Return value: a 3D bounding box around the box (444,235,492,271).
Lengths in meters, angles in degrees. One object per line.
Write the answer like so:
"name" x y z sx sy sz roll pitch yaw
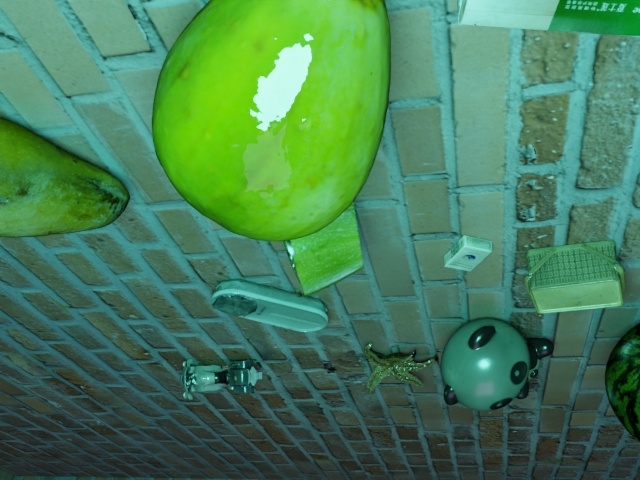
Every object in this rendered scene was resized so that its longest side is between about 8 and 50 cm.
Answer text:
"box" 0.258 0.023 1.285 0.054 0.024 0.083 13 150 -12

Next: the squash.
"squash" 0.000 0.000 1.150 0.123 0.170 0.170 -10 149 0

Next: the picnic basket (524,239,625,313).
"picnic basket" 0.445 0.066 1.281 0.164 0.079 0.115 -8 149 20

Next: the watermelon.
"watermelon" 0.706 0.281 1.425 0.285 0.285 0.285 3 150 2

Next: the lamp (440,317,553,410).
"lamp" 0.365 0.260 1.533 0.244 0.197 0.198 6 154 -37

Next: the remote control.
"remote control" -0.100 0.134 1.487 0.247 0.052 0.104 16 146 -19

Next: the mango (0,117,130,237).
"mango" -0.449 -0.086 1.060 0.176 0.175 0.329 18 -173 41

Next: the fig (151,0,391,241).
"fig" -0.042 -0.162 0.794 0.258 0.258 0.326 15 129 -19

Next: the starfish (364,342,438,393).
"starfish" 0.169 0.303 1.748 0.213 0.057 0.238 28 139 -22

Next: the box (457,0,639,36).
"box" 0.227 -0.267 0.680 0.199 0.135 0.081 2 149 2

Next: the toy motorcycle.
"toy motorcycle" -0.263 0.346 1.836 0.221 0.102 0.150 -8 169 24
